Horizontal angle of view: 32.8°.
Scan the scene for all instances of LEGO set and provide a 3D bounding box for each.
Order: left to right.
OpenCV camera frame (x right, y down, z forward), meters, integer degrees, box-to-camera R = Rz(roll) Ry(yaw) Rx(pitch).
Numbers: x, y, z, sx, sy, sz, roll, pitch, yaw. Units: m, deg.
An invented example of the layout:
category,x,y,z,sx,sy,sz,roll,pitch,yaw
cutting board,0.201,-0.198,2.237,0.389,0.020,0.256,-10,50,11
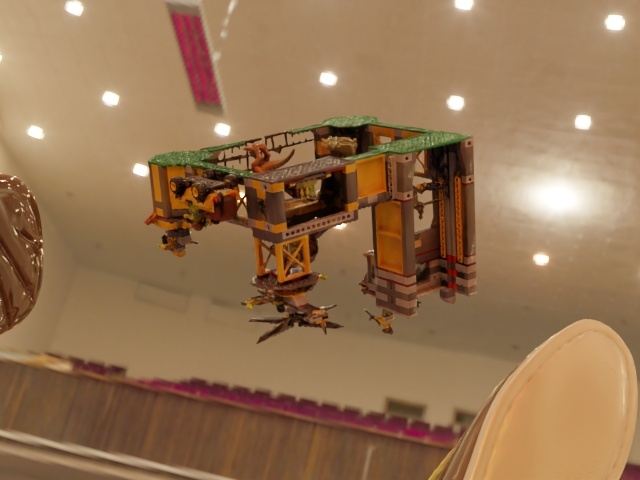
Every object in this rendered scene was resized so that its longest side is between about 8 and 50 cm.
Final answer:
category,x,y,z,sx,sy,sz,roll,pitch,yaw
LEGO set,0.000,0.000,1.069,0.255,0.192,0.331,11,22,41

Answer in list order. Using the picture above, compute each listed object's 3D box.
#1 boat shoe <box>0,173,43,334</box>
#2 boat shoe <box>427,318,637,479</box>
category,x,y,z,sx,sy,sz,roll,pitch,yaw
boat shoe,-0.221,0.018,0.440,0.089,0.104,0.285,1,2,18
boat shoe,0.124,0.183,0.755,0.109,0.305,0.091,40,-28,-8
